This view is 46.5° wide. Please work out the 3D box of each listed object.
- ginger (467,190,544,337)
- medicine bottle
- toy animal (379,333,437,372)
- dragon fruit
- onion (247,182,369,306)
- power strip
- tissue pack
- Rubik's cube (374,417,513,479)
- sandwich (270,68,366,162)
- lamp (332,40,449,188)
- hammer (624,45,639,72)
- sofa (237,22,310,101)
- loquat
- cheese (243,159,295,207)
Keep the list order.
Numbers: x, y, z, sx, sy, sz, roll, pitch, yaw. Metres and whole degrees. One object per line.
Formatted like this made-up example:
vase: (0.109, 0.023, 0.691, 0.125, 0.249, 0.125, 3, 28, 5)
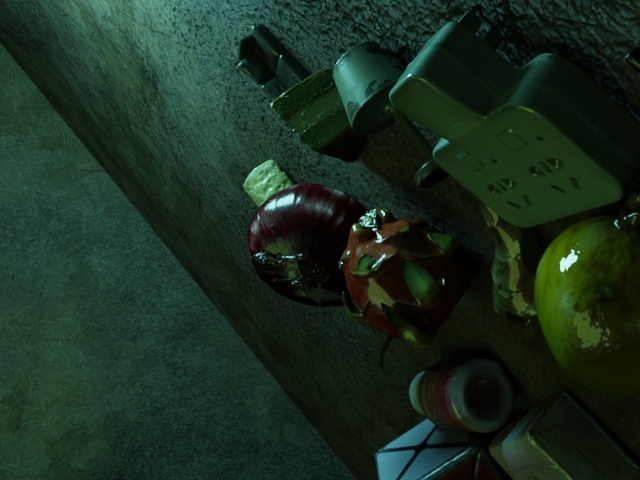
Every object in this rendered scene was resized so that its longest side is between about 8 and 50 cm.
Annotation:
ginger: (0.271, 0.008, 1.095, 0.294, 0.086, 0.131, 64, 166, -13)
medicine bottle: (0.275, 0.310, 1.504, 0.147, 0.147, 0.247, 51, 160, -3)
toy animal: (0.195, 0.170, 1.511, 0.095, 0.219, 0.155, 22, -173, 21)
dragon fruit: (0.137, 0.061, 1.265, 0.227, 0.224, 0.224, 29, 157, 3)
onion: (0.000, 0.000, 1.493, 0.273, 0.285, 0.273, 9, 118, 17)
power strip: (0.226, -0.151, 0.883, 0.261, 0.141, 0.229, 38, 162, -8)
tissue pack: (0.430, 0.395, 1.352, 0.185, 0.124, 0.225, 44, 159, 12)
Rubik's cube: (0.288, 0.531, 1.593, 0.259, 0.255, 0.260, 54, -173, -11)
sandwich: (-0.006, -0.178, 1.246, 0.117, 0.144, 0.187, 48, 159, 13)
lamp: (0.105, -0.175, 1.044, 0.214, 0.121, 0.121, 57, 162, 16)
hammer: (0.339, -0.198, 0.672, 0.065, 0.021, 0.178, 46, 159, 15)
sofa: (-0.086, -0.300, 1.318, 0.147, 0.060, 0.085, 48, 159, 6)
loquat: (0.348, 0.054, 0.852, 0.213, 0.213, 0.246, 28, 132, 45)
cheese: (-0.088, -0.087, 1.646, 0.167, 0.094, 0.123, 51, 170, 10)
